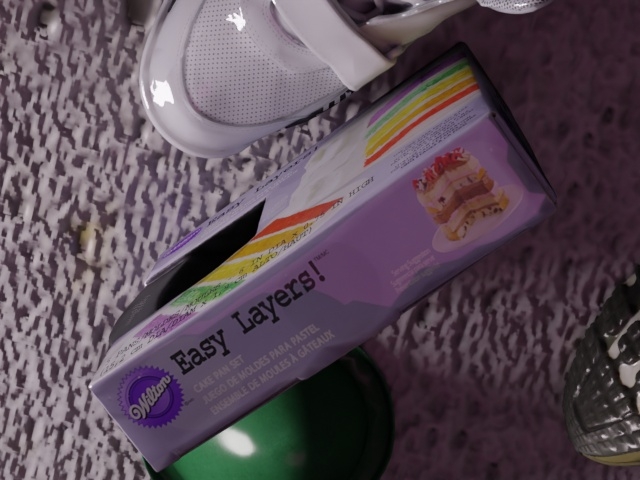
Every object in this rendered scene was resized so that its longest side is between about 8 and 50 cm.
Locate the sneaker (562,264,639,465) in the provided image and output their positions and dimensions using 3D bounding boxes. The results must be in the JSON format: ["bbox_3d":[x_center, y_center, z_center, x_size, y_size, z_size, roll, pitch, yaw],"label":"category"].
[{"bbox_3d":[0.357,0.063,0.864,0.410,0.158,0.182,-28,123,15],"label":"sneaker"}]

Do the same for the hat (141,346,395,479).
[{"bbox_3d":[-0.029,0.153,0.868,0.208,0.183,0.173,-26,105,9],"label":"hat"}]

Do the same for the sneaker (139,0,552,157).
[{"bbox_3d":[0.033,-0.164,0.750,0.366,0.210,0.137,-38,103,12],"label":"sneaker"}]

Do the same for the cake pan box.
[{"bbox_3d":[0.000,0.000,0.787,0.267,0.246,0.070,-34,100,13],"label":"cake pan box"}]
